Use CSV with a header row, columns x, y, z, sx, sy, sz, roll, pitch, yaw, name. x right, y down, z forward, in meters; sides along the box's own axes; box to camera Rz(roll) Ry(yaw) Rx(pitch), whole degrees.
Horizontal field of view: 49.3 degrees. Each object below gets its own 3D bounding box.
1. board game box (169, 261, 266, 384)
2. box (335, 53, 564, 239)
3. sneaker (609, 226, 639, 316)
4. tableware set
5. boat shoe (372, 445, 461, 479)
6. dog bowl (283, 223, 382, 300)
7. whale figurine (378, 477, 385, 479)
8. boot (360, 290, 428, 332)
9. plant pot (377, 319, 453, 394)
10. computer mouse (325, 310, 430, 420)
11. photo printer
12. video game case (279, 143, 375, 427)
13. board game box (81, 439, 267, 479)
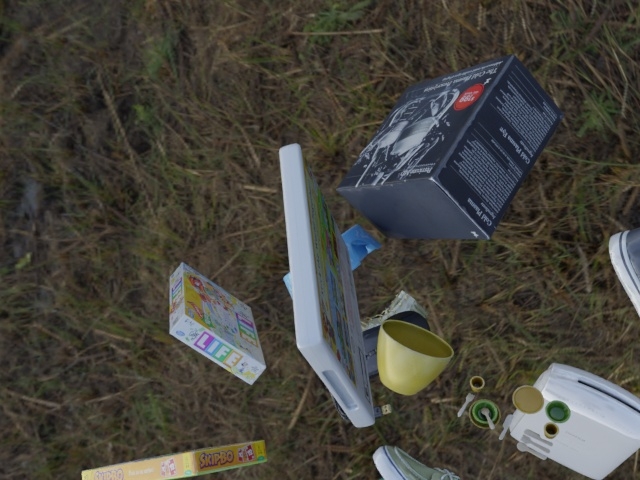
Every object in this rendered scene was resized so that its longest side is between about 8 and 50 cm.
x,y,z,sx,sy,sz,roll,pitch,yaw,name
-0.116,0.087,0.767,0.103,0.154,0.026,37,97,-21,board game box
0.252,-0.175,1.420,0.312,0.179,0.343,-56,24,-17,box
0.589,0.115,1.110,0.128,0.126,0.321,-22,107,40,sneaker
0.298,0.260,1.076,0.154,0.024,0.104,24,61,25,tableware set
0.236,0.487,1.326,0.302,0.109,0.094,40,96,9,boat shoe
0.023,0.048,1.482,0.166,0.297,0.074,-37,88,27,dog bowl
0.135,0.714,1.818,0.272,0.216,0.141,-23,123,18,whale figurine
0.164,0.195,1.809,0.213,0.077,0.165,35,84,-18,boot
0.152,0.212,1.222,0.134,0.134,0.095,27,105,24,plant pot
0.121,0.267,1.443,0.262,0.060,0.184,-25,81,8,computer mouse
0.595,0.411,1.598,0.256,0.107,0.307,26,146,13,photo printer
0.007,0.049,0.712,0.026,0.206,0.226,-14,54,10,video game case
-0.207,0.306,0.940,0.260,0.124,0.039,-24,69,34,board game box
